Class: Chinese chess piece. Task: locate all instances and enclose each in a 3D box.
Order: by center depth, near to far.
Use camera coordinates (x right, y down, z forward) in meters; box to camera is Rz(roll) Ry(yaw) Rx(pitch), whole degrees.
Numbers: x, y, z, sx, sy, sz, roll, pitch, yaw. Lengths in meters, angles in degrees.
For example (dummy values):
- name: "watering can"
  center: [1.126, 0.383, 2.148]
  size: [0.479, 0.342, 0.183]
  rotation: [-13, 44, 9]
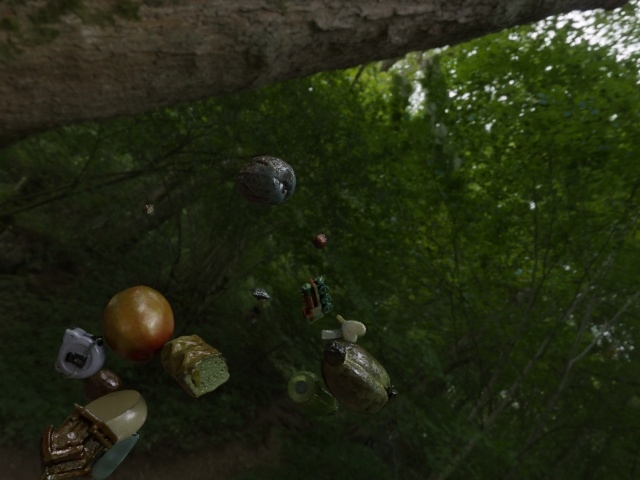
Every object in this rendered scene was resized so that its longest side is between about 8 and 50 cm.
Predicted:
- name: "Chinese chess piece"
  center: [-0.825, 0.700, 1.720]
  size: [0.273, 0.273, 0.102]
  rotation: [14, -62, 63]

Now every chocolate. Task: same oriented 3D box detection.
- name: "chocolate"
  center: [-1.070, 0.722, 2.146]
  size: [0.177, 0.176, 0.177]
  rotation: [48, -26, 34]

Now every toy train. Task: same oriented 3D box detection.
- name: "toy train"
  center: [-0.020, 0.212, 1.580]
  size: [0.074, 0.118, 0.176]
  rotation: [50, -22, 49]

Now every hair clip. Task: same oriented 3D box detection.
- name: "hair clip"
  center: [0.111, 0.433, 2.091]
  size: [0.071, 0.218, 0.159]
  rotation: [54, 26, -52]

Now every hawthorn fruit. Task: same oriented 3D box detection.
- name: "hawthorn fruit"
  center: [-0.002, 0.004, 2.196]
  size: [0.077, 0.077, 0.077]
  rotation: [48, -26, 34]

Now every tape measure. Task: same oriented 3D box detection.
- name: "tape measure"
  center: [-0.961, 0.459, 1.751]
  size: [0.105, 0.178, 0.196]
  rotation: [162, -60, -85]

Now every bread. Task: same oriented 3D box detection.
- name: "bread"
  center: [-0.518, 0.513, 1.805]
  size: [0.252, 0.196, 0.239]
  rotation: [19, -38, 38]

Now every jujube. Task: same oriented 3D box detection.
- name: "jujube"
  center: [-0.262, -0.282, 2.075]
  size: [0.307, 0.215, 0.247]
  rotation: [14, -35, 41]

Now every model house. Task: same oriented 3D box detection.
- name: "model house"
  center: [-0.816, 0.691, 1.428]
  size: [0.219, 0.229, 0.199]
  rotation: [40, -36, -7]

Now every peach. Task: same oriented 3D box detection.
- name: "peach"
  center: [-0.775, 0.363, 1.868]
  size: [0.308, 0.307, 0.333]
  rotation: [96, -30, -53]

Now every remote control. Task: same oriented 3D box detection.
- name: "remote control"
  center: [-0.849, 0.883, 1.787]
  size: [0.097, 0.256, 0.045]
  rotation: [41, -5, -32]

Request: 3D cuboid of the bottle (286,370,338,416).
- name: "bottle"
  center: [-0.013, 0.498, 1.382]
  size: [0.112, 0.112, 0.260]
  rotation: [46, -6, 37]

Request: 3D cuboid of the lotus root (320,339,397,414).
- name: "lotus root"
  center: [0.098, 0.388, 1.274]
  size: [0.309, 0.173, 0.173]
  rotation: [48, -13, -29]

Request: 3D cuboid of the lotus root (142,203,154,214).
- name: "lotus root"
  center: [-0.735, -0.136, 1.854]
  size: [0.083, 0.030, 0.038]
  rotation: [-102, -158, -76]

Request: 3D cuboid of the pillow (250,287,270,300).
- name: "pillow"
  center: [-0.311, 0.271, 2.229]
  size: [0.135, 0.091, 0.055]
  rotation: [-154, -126, -76]
